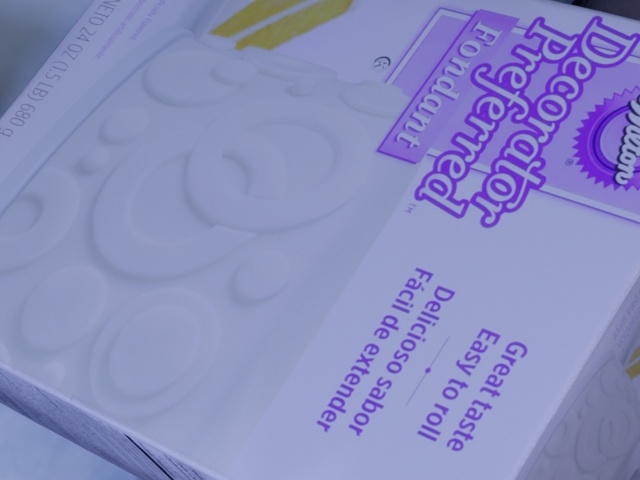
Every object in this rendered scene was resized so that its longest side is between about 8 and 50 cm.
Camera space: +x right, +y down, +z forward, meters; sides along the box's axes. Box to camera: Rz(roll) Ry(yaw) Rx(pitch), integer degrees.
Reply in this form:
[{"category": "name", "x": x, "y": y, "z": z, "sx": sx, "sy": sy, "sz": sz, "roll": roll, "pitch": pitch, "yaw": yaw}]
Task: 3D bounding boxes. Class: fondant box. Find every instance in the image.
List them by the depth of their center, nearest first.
[{"category": "fondant box", "x": 0.000, "y": 0.000, "z": 0.711, "sx": 0.330, "sy": 0.096, "sz": 0.238, "roll": 21, "pitch": 68, "yaw": 36}]

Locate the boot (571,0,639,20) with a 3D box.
[{"category": "boot", "x": 0.180, "y": -0.003, "z": 0.797, "sx": 0.118, "sy": 0.222, "sz": 0.338, "roll": 16, "pitch": 76, "yaw": -16}]
